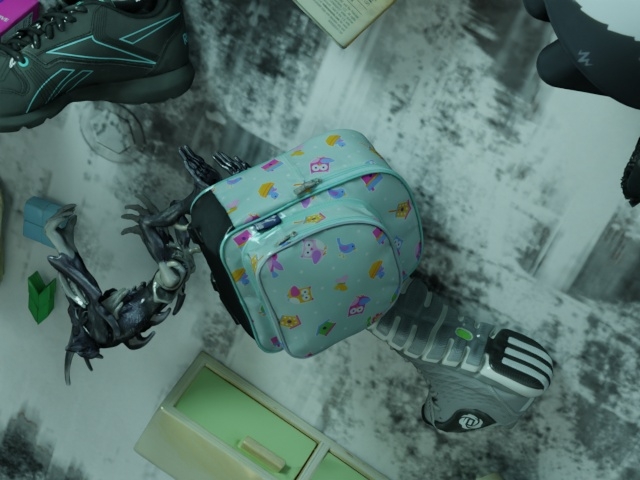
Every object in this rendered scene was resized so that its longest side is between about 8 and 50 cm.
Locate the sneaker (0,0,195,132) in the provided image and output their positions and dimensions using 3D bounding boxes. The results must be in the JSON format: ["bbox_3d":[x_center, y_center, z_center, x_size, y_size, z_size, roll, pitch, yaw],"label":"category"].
[{"bbox_3d":[-0.235,-0.167,1.418,0.101,0.267,0.106,33,129,44],"label":"sneaker"}]

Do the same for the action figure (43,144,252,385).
[{"bbox_3d":[-0.179,0.016,1.558,0.276,0.164,0.141,-43,79,23],"label":"action figure"}]

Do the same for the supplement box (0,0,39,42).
[{"bbox_3d":[-0.368,-0.154,1.498,0.111,0.220,0.114,23,129,11],"label":"supplement box"}]

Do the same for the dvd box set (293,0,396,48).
[{"bbox_3d":[0.047,-0.378,1.224,0.307,0.062,0.420,44,131,-7],"label":"dvd box set"}]

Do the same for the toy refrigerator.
[{"bbox_3d":[-0.051,0.241,1.695,0.269,0.102,0.094,35,131,2],"label":"toy refrigerator"}]

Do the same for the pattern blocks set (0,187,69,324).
[{"bbox_3d":[-0.422,-0.028,1.745,0.325,0.026,0.285,30,132,6],"label":"pattern blocks set"}]

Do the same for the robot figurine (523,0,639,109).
[{"bbox_3d":[0.269,-0.198,1.149,0.209,0.173,0.278,52,140,-7],"label":"robot figurine"}]

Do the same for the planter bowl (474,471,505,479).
[{"bbox_3d":[0.162,0.300,1.605,0.162,0.162,0.109,-43,70,41],"label":"planter bowl"}]

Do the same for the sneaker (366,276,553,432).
[{"bbox_3d":[0.098,0.120,1.543,0.229,0.086,0.132,28,133,6],"label":"sneaker"}]

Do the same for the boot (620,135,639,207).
[{"bbox_3d":[0.308,-0.066,1.326,0.099,0.045,0.121,24,131,15],"label":"boot"}]

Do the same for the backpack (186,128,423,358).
[{"bbox_3d":[0.000,0.000,1.430,0.144,0.188,0.166,41,159,47],"label":"backpack"}]
